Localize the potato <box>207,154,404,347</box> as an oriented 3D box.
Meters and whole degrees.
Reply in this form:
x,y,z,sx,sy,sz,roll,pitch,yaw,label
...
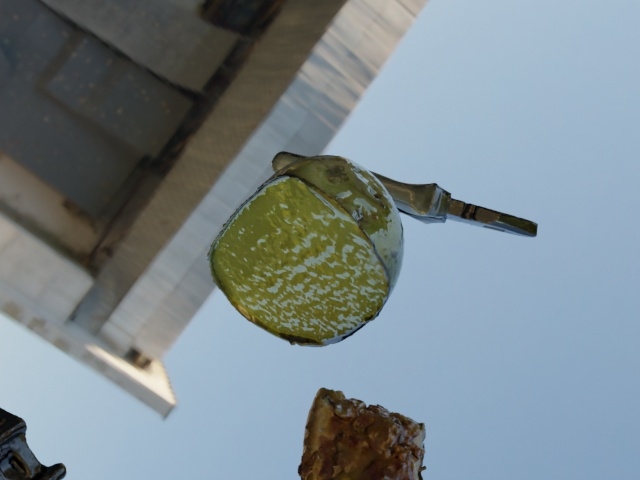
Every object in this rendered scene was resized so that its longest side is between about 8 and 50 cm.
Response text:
x,y,z,sx,sy,sz,roll,pitch,yaw,label
0.000,0.000,1.023,0.111,0.160,0.271,-52,-177,-33,potato

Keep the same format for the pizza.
x,y,z,sx,sy,sz,roll,pitch,yaw,label
0.069,0.273,1.117,0.161,0.085,0.305,-30,-125,-2,pizza

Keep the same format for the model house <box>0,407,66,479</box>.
x,y,z,sx,sy,sz,roll,pitch,yaw,label
-0.407,0.259,1.222,0.106,0.152,0.165,-26,-173,41,model house

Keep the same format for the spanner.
x,y,z,sx,sy,sz,roll,pitch,yaw,label
0.100,-0.051,1.291,0.095,0.325,0.040,66,38,-82,spanner
